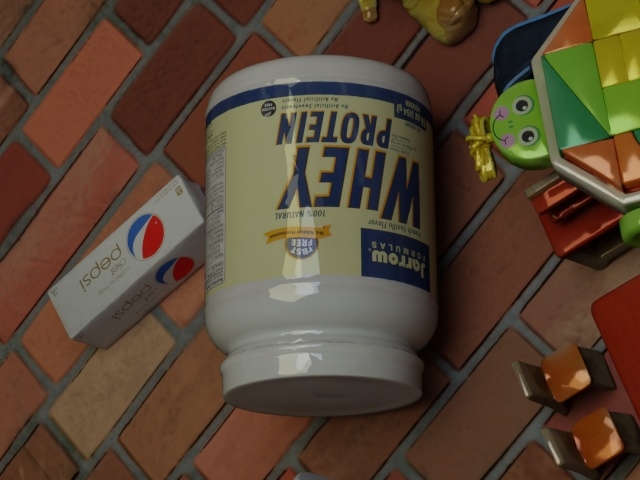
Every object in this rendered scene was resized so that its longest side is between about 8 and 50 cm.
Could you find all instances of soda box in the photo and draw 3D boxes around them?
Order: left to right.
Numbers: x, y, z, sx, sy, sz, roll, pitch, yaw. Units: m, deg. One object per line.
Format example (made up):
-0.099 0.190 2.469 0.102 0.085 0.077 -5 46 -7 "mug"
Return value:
-0.201 0.026 2.200 0.216 0.069 0.074 -41 58 18 "soda box"

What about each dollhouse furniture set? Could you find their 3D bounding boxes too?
0.292 0.059 1.821 0.262 0.135 0.259 -34 60 21 "dollhouse furniture set"

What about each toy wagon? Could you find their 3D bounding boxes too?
0.295 -0.128 1.774 0.344 0.068 0.267 -14 65 13 "toy wagon"

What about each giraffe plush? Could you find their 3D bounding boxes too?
0.079 -0.319 2.053 0.210 0.170 0.181 10 82 35 "giraffe plush"

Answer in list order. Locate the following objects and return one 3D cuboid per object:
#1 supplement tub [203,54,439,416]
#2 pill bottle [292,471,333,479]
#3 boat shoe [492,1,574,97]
0.000 0.000 1.973 0.235 0.235 0.325 -11 70 31 "supplement tub"
-0.052 0.419 1.898 0.210 0.210 0.363 38 99 35 "pill bottle"
0.287 -0.191 1.927 0.258 0.109 0.089 -27 43 40 "boat shoe"
